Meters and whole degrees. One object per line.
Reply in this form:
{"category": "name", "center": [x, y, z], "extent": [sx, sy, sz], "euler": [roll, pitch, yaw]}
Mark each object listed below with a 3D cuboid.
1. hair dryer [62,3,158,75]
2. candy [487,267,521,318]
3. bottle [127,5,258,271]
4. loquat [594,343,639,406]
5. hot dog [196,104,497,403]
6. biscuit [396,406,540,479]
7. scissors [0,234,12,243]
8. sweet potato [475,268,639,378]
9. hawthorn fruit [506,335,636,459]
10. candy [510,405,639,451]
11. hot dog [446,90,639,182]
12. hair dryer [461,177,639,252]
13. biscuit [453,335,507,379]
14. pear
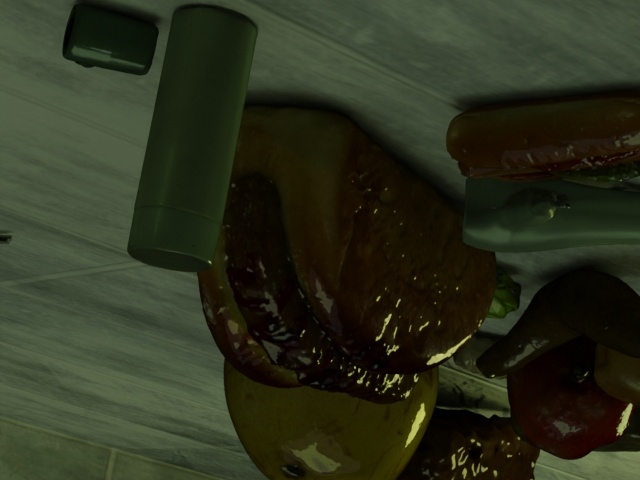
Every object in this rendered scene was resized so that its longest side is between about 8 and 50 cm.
{"category": "hair dryer", "center": [-0.188, -0.158, 1.522], "extent": [0.071, 0.047, 0.150], "euler": [14, 171, -18]}
{"category": "candy", "center": [0.173, 0.030, 1.963], "extent": [0.062, 0.058, 0.194], "euler": [-4, 153, 19]}
{"category": "bottle", "center": [-0.101, -0.080, 1.432], "extent": [0.072, 0.201, 0.072], "euler": [10, 166, 2]}
{"category": "loquat", "center": [0.381, 0.144, 2.101], "extent": [0.137, 0.113, 0.137], "euler": [2, 162, 1]}
{"category": "hot dog", "center": [0.011, 0.036, 1.735], "extent": [0.185, 0.223, 0.405], "euler": [5, 162, 33]}
{"category": "biscuit", "center": [0.121, 0.334, 2.733], "extent": [0.342, 0.166, 0.395], "euler": [7, -179, 29]}
{"category": "scissors", "center": [-0.435, -0.003, 2.306], "extent": [0.119, 0.014, 0.058], "euler": [3, 168, 38]}
{"category": "sweet potato", "center": [0.275, 0.086, 1.971], "extent": [0.079, 0.108, 0.346], "euler": [30, 159, -20]}
{"category": "hawthorn fruit", "center": [0.305, 0.185, 2.223], "extent": [0.169, 0.169, 0.188], "euler": [7, 168, 13]}
{"category": "candy", "center": [0.365, 0.226, 2.428], "extent": [0.234, 0.104, 0.102], "euler": [-1, 162, 37]}
{"category": "hot dog", "center": [0.209, -0.082, 1.488], "extent": [0.235, 0.062, 0.092], "euler": [-4, 156, 41]}
{"category": "hair dryer", "center": [0.226, -0.028, 1.594], "extent": [0.206, 0.075, 0.237], "euler": [2, 177, 7]}
{"category": "biscuit", "center": [0.282, 0.164, 2.349], "extent": [0.219, 0.055, 0.061], "euler": [11, 146, 3]}
{"category": "pear", "center": [0.010, 0.169, 2.166], "extent": [0.280, 0.281, 0.281], "euler": [10, 165, 3]}
